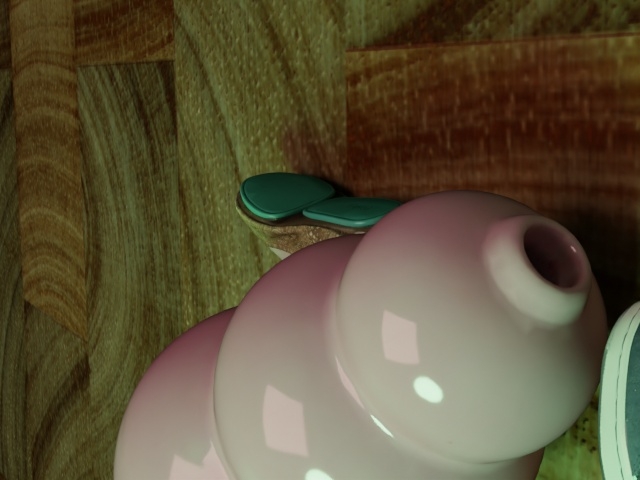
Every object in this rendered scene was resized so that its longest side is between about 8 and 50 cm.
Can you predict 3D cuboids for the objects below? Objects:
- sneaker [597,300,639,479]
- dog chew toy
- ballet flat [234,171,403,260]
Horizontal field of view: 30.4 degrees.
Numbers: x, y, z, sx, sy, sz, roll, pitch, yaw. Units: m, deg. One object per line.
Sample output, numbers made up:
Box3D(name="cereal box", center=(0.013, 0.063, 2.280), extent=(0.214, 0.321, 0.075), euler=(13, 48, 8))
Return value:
Box3D(name="sneaker", center=(0.187, 0.114, 0.411), extent=(0.163, 0.086, 0.226), euler=(-33, 63, 58))
Box3D(name="dog chew toy", center=(0.022, 0.091, 0.623), extent=(0.332, 0.207, 0.206), euler=(-48, 52, 45))
Box3D(name="ballet flat", center=(0.000, 0.000, 0.784), extent=(0.206, 0.073, 0.067), euler=(25, 131, 64))
